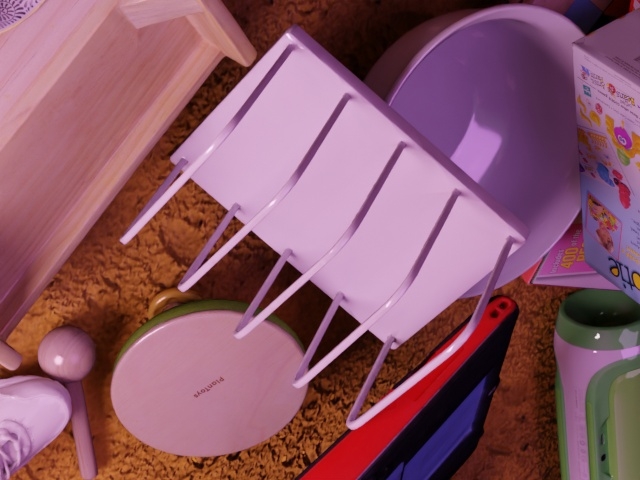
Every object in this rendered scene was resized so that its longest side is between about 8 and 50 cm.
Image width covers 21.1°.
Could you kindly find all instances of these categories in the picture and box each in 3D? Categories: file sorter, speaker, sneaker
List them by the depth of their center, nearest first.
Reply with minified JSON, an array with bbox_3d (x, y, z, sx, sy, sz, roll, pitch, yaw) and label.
[{"bbox_3d":[0.000,0.000,1.484,0.278,0.193,0.173,40,39,-9],"label":"file sorter"},{"bbox_3d":[-0.305,0.207,1.489,0.232,0.115,0.090,-34,124,-16],"label":"sneaker"},{"bbox_3d":[0.332,0.205,1.947,0.131,0.131,0.296,-22,118,-28],"label":"speaker"}]

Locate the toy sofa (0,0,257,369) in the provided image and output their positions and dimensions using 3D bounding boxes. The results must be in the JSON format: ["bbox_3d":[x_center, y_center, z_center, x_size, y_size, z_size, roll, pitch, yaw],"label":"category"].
[{"bbox_3d":[-0.238,-0.092,1.433,0.362,0.177,0.150,-54,152,-8],"label":"toy sofa"}]

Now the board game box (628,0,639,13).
[{"bbox_3d":[0.378,-0.288,1.640,0.147,0.045,0.193,-18,141,-16],"label":"board game box"}]

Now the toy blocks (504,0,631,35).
[{"bbox_3d":[0.263,-0.312,1.689,0.261,0.191,0.381,-52,139,8],"label":"toy blocks"}]

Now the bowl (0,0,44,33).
[{"bbox_3d":[-0.292,-0.248,1.358,0.170,0.080,0.170,-13,114,-32],"label":"bowl"}]

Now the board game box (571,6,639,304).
[{"bbox_3d":[0.345,-0.077,1.649,0.142,0.144,0.275,-28,134,-20],"label":"board game box"}]

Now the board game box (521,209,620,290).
[{"bbox_3d":[0.386,-0.053,1.848,0.317,0.064,0.242,5,125,-29],"label":"board game box"}]

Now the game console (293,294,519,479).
[{"bbox_3d":[0.060,0.243,1.674,0.342,0.060,0.386,-41,162,-19],"label":"game console"}]

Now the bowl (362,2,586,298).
[{"bbox_3d":[0.126,-0.103,1.670,0.298,0.134,0.297,-17,122,-30],"label":"bowl"}]

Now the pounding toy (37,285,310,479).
[{"bbox_3d":[-0.133,0.108,1.610,0.237,0.110,0.183,-12,130,0],"label":"pounding toy"}]
